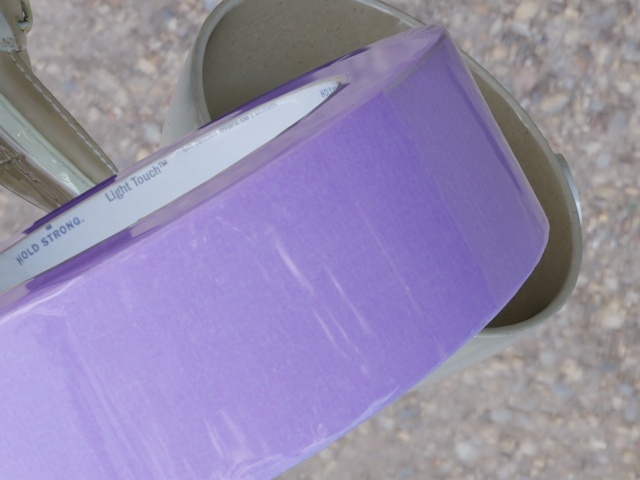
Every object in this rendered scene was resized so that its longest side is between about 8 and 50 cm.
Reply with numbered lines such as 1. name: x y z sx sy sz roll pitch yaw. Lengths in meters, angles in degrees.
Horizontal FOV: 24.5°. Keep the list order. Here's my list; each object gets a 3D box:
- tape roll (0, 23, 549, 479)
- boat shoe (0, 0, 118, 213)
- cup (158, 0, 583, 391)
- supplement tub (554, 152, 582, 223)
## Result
1. tape roll: -0.052 0.019 0.584 0.275 0.275 0.090 -23 102 33
2. boat shoe: -0.222 -0.136 0.899 0.302 0.098 0.109 46 158 -8
3. cup: 0.000 0.000 1.143 0.331 0.331 0.237 34 130 -7
4. supplement tub: 0.167 -0.030 1.290 0.107 0.071 0.071 -15 123 -1
